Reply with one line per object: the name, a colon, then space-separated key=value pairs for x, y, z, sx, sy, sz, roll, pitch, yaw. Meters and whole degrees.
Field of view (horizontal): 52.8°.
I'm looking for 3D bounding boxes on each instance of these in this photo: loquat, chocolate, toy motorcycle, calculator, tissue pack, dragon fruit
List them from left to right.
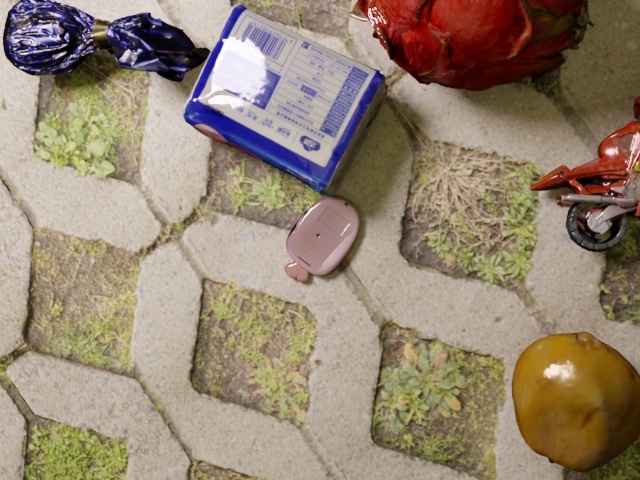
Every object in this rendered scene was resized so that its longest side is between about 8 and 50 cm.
chocolate: x=-0.335 y=-0.326 z=1.052 sx=0.344 sy=0.148 sz=0.126 roll=7 pitch=104 yaw=14
tissue pack: x=-0.052 y=-0.218 z=1.029 sx=0.270 sy=0.137 sz=0.209 roll=27 pitch=98 yaw=9
calculator: x=0.000 y=0.000 z=1.089 sx=0.103 sy=0.024 sz=0.166 roll=36 pitch=98 yaw=4
dragon fruit: x=0.208 y=-0.345 z=0.906 sx=0.343 sy=0.277 sz=0.277 roll=6 pitch=95 yaw=18
loquat: x=0.384 y=0.244 z=0.977 sx=0.187 sy=0.176 sz=0.234 roll=19 pitch=122 yaw=47
toy motorcycle: x=0.483 y=-0.115 z=0.974 sx=0.298 sy=0.089 sz=0.171 roll=-37 pitch=87 yaw=10
